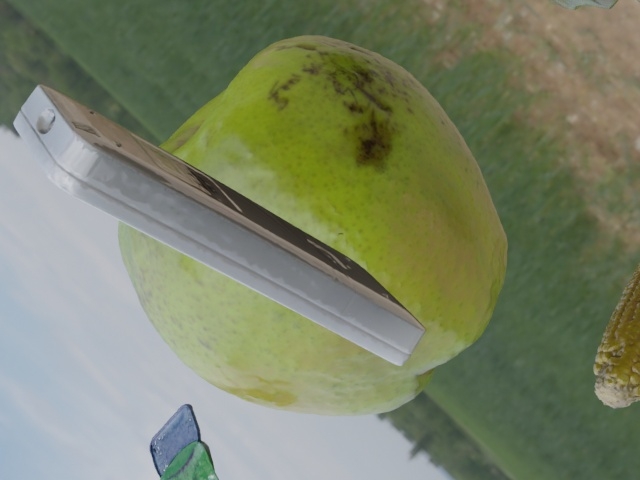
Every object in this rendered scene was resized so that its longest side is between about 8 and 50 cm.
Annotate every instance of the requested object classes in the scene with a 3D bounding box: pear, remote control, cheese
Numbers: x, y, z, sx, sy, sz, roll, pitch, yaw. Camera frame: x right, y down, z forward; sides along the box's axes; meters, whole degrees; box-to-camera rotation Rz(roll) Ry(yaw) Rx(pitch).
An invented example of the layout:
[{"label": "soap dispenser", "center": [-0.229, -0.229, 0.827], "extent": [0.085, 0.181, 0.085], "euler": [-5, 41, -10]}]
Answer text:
[{"label": "pear", "center": [0.000, 0.000, 1.278], "extent": [0.391, 0.391, 0.391], "euler": [43, 178, 2]}, {"label": "remote control", "center": [-0.050, -0.005, 0.702], "extent": [0.250, 0.034, 0.103], "euler": [30, -172, -35]}, {"label": "cheese", "center": [-0.127, 0.338, 1.436], "extent": [0.083, 0.204, 0.320], "euler": [13, -138, -39]}]

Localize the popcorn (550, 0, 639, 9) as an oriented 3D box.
[{"label": "popcorn", "center": [0.240, -0.297, 0.956], "extent": [0.276, 0.277, 0.225], "euler": [47, -154, -58]}]

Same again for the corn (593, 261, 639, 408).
[{"label": "corn", "center": [0.394, 0.082, 1.484], "extent": [0.097, 0.261, 0.097], "euler": [30, 156, 15]}]
